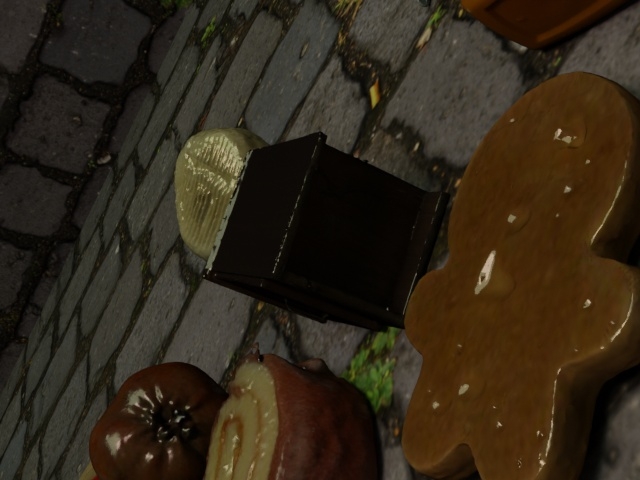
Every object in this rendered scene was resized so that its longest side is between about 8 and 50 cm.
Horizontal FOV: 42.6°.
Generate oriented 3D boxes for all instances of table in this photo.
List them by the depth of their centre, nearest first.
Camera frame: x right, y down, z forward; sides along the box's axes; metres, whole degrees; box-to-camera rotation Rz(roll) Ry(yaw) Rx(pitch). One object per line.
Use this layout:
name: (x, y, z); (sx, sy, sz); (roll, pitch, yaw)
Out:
table: (0.000, 0.000, 0.903); (0.193, 0.169, 0.172); (0, 70, 63)

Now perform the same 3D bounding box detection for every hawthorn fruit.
hawthorn fruit: (-0.212, 0.275, 1.110); (0.251, 0.199, 0.199); (124, 158, -61)

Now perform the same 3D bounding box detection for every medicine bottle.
medicine bottle: (0.226, -0.312, 0.772); (0.149, 0.112, 0.222); (-23, 50, 57)

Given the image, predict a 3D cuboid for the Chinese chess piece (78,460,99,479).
Chinese chess piece: (-0.323, 0.444, 1.271); (0.250, 0.103, 0.249); (-44, 32, 38)

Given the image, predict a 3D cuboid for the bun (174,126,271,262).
bun: (-0.137, -0.067, 1.279); (0.220, 0.134, 0.220); (4, 95, 47)

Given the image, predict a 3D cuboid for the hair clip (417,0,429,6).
hair clip: (0.129, -0.348, 1.100); (0.039, 0.030, 0.115); (-58, 26, 23)

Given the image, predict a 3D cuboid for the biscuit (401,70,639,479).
biscuit: (0.169, 0.032, 0.670); (0.275, 0.052, 0.354); (-15, 55, 60)

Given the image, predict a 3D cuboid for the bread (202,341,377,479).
bread: (-0.037, 0.229, 0.840); (0.190, 0.123, 0.244); (-36, 39, 46)
